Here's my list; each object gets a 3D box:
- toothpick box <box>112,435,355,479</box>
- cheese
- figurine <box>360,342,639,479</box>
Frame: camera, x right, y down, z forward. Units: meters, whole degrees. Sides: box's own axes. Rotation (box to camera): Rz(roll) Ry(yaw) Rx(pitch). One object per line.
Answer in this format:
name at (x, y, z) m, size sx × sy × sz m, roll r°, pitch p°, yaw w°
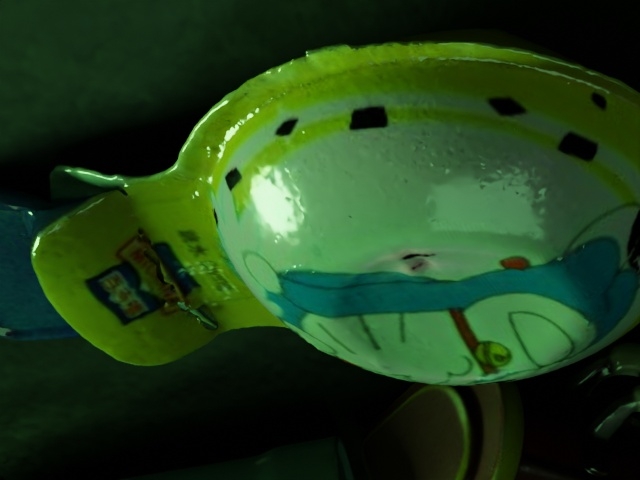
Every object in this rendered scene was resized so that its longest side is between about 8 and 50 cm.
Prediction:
toothpick box at (-0.059, 0.131, 0.619) m, size 0.153 × 0.101 × 0.101 m, roll -10°, pitch 142°, yaw 5°
cheese at (0.000, 0.000, 0.491) m, size 0.250 × 0.064 × 0.156 m, roll -7°, pitch 143°, yaw 21°
figurine at (0.102, 0.083, 0.614) m, size 0.154 × 0.082 × 0.098 m, roll 17°, pitch 117°, yaw -28°
